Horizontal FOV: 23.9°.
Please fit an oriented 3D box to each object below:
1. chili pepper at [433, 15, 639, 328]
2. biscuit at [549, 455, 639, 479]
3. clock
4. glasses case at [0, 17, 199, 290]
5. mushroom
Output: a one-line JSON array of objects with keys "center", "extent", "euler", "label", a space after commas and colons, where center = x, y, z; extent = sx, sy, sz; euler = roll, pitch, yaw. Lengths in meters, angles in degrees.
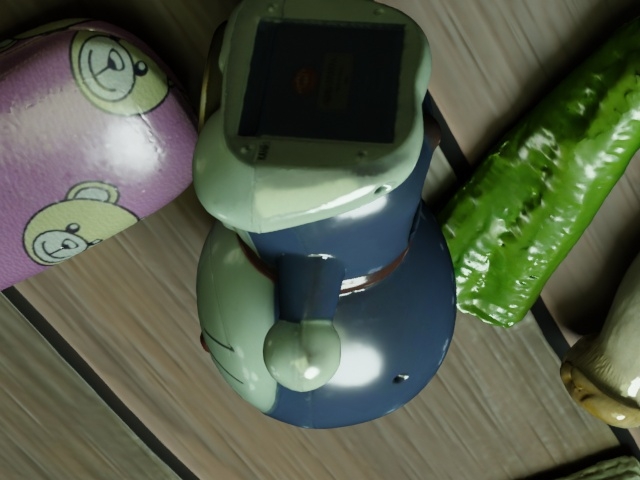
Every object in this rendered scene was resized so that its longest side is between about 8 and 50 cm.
[{"center": [0.156, -0.076, 0.810], "extent": [0.085, 0.076, 0.359], "euler": [30, 134, -3], "label": "chili pepper"}, {"center": [0.157, 0.227, 1.112], "extent": [0.199, 0.040, 0.121], "euler": [-21, 132, 17], "label": "biscuit"}, {"center": [0.000, 0.000, 0.807], "extent": [0.147, 0.199, 0.243], "euler": [-1, 142, 3], "label": "clock"}, {"center": [-0.215, -0.023, 0.848], "extent": [0.316, 0.076, 0.123], "euler": [-24, 128, 18], "label": "glasses case"}, {"center": [0.231, 0.036, 0.906], "extent": [0.088, 0.097, 0.212], "euler": [22, 128, -33], "label": "mushroom"}]
